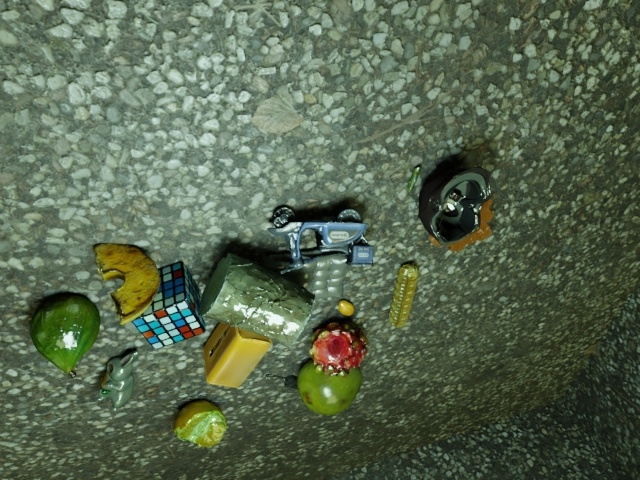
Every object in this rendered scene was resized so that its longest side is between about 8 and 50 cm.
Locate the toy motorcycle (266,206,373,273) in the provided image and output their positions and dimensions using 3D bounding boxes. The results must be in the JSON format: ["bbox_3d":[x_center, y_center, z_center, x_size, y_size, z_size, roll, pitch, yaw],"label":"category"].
[{"bbox_3d":[0.000,0.000,1.484,0.357,0.125,0.213,1,93,-13],"label":"toy motorcycle"}]

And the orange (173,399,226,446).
[{"bbox_3d":[-0.533,0.800,1.985,0.179,0.158,0.237,-45,128,10],"label":"orange"}]

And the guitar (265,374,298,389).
[{"bbox_3d":[-0.163,0.657,2.103,0.233,0.025,0.088,26,117,-37],"label":"guitar"}]

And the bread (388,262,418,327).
[{"bbox_3d":[0.352,0.241,1.911,0.077,0.084,0.368,-43,148,-42],"label":"bread"}]

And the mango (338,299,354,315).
[{"bbox_3d":[0.105,0.279,1.868,0.060,0.046,0.089,-34,121,6],"label":"mango"}]

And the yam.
[{"bbox_3d":[-0.204,0.197,1.447,0.347,0.241,0.241,24,120,-10],"label":"yam"}]

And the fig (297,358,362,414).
[{"bbox_3d":[0.059,0.647,2.036,0.326,0.258,0.258,-7,134,-38],"label":"fig"}]

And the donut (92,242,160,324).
[{"bbox_3d":[-0.564,0.122,1.342,0.152,0.259,0.101,-17,150,-32],"label":"donut"}]

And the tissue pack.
[{"bbox_3d":[-0.319,0.393,1.689,0.145,0.195,0.275,17,121,-33],"label":"tissue pack"}]

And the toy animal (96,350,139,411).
[{"bbox_3d":[-0.751,0.501,1.682,0.125,0.127,0.252,17,108,-20],"label":"toy animal"}]

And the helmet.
[{"bbox_3d":[0.441,-0.144,1.541,0.224,0.177,0.306,-10,123,-23],"label":"helmet"}]

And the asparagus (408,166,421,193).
[{"bbox_3d":[0.320,-0.209,1.539,0.025,0.021,0.108,1,130,-17],"label":"asparagus"}]

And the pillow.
[{"bbox_3d":[-0.051,0.130,1.634,0.325,0.101,0.228,-5,130,-16],"label":"pillow"}]

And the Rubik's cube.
[{"bbox_3d":[-0.496,0.214,1.465,0.181,0.184,0.187,-20,133,-5],"label":"Rubik's cube"}]

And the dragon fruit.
[{"bbox_3d":[0.091,0.456,1.889,0.306,0.243,0.228,4,89,-20],"label":"dragon fruit"}]

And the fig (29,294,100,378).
[{"bbox_3d":[-0.796,0.308,1.392,0.202,0.235,0.203,-11,137,-11],"label":"fig"}]

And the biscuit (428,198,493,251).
[{"bbox_3d":[0.566,-0.087,1.733,0.283,0.043,0.307,-4,129,-18],"label":"biscuit"}]
